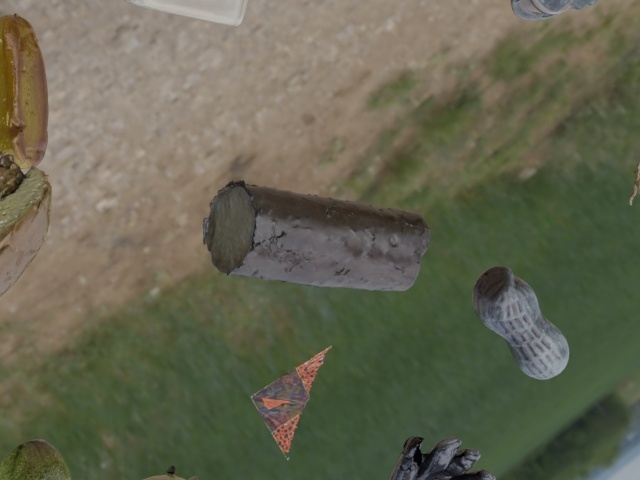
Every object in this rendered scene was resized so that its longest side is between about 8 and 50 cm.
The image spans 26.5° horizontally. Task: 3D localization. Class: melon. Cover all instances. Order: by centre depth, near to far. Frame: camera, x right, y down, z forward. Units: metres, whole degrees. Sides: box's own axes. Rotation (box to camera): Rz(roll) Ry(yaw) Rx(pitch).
[{"bbox_3d":[-0.390,0.344,1.898,0.079,0.128,0.160,4,174,32],"label":"melon"}]

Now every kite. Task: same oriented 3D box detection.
[{"bbox_3d":[-0.067,0.267,2.282,0.125,0.008,0.222,11,106,-37],"label":"kite"}]

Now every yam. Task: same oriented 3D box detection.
[{"bbox_3d":[-0.001,0.001,1.745,0.279,0.131,0.131,8,142,-27],"label":"yam"}]

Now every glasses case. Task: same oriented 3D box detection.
[{"bbox_3d":[-0.199,-0.327,1.631,0.144,0.336,0.076,9,103,-24],"label":"glasses case"}]

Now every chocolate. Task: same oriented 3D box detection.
[{"bbox_3d":[0.239,0.099,1.627,0.072,0.167,0.072,-32,-156,16],"label":"chocolate"}]

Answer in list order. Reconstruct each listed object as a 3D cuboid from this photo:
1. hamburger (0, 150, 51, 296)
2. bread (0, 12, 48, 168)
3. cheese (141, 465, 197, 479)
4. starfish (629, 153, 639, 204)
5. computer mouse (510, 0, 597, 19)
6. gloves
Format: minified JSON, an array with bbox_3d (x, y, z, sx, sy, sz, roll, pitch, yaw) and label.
[{"bbox_3d":[-0.480,0.012,1.815,0.282,0.155,0.245,-65,166,2],"label":"hamburger"},{"bbox_3d":[-0.486,-0.234,2.135,0.094,0.245,0.102,-5,177,15],"label":"bread"},{"bbox_3d":[-0.244,0.418,1.663,0.316,0.128,0.259,-50,-147,-12],"label":"cheese"},{"bbox_3d":[0.391,-0.090,1.660,0.092,0.016,0.086,56,43,-74],"label":"starfish"},{"bbox_3d":[0.390,-0.494,1.971,0.389,0.115,0.199,-53,142,7],"label":"computer mouse"},{"bbox_3d":[0.145,0.333,1.548,0.119,0.285,0.142,0,-146,24],"label":"gloves"}]
